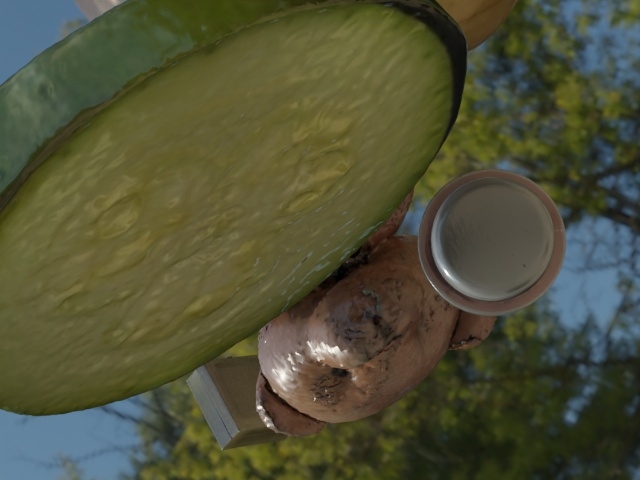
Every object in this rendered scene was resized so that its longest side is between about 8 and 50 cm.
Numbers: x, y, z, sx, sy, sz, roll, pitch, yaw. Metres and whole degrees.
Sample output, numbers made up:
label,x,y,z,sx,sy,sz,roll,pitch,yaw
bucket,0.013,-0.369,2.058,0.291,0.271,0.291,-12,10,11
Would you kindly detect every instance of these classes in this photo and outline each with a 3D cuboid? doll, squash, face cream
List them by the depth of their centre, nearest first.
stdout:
label,x,y,z,sx,sy,sz,roll,pitch,yaw
squash,-0.051,-0.023,0.626,0.252,0.049,0.252,-29,-24,-15
face cream,0.107,0.004,0.955,0.091,0.091,0.095,-61,-8,-5
doll,0.000,0.000,1.079,0.201,0.156,0.303,-32,-66,-7

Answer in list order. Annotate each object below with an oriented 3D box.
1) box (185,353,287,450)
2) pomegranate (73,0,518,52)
label,x,y,z,sx,sy,sz,roll,pitch,yaw
box,-0.071,0.145,1.388,0.079,0.083,0.035,-2,-39,-44
pomegranate,-0.001,-0.240,0.923,0.338,0.338,0.338,-27,-51,-39
